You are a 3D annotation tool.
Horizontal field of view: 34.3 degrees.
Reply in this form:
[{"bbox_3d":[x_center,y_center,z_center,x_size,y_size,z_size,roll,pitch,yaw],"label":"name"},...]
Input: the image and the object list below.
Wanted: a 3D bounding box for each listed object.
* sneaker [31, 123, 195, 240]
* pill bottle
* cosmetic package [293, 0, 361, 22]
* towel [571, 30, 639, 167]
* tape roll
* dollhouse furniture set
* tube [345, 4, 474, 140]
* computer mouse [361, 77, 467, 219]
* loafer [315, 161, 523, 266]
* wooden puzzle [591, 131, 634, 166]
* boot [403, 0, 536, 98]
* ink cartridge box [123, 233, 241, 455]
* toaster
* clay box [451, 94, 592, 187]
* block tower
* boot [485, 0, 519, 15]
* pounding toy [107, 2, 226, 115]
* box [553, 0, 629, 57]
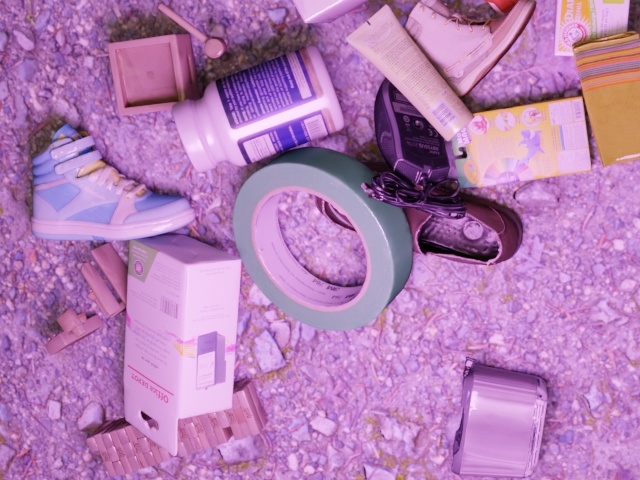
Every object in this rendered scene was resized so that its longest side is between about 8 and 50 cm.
[{"bbox_3d":[-0.388,-0.110,1.879,0.319,0.127,0.208,-2,103,12],"label":"sneaker"},{"bbox_3d":[-0.105,-0.216,1.753,0.265,0.153,0.153,-20,97,1],"label":"pill bottle"},{"bbox_3d":[0.114,-0.498,1.651,0.366,0.197,0.155,-28,95,18],"label":"cosmetic package"},{"bbox_3d":[0.475,-0.221,1.653,0.102,0.021,0.237,-9,127,22],"label":"towel"},{"bbox_3d":[0.000,0.000,1.775,0.321,0.077,0.321,18,127,27],"label":"tape roll"},{"bbox_3d":[-0.449,0.109,1.943,0.151,0.144,0.123,-34,88,31],"label":"dollhouse furniture set"},{"bbox_3d":[0.155,-0.273,1.711,0.240,0.070,0.062,48,130,-1],"label":"tube"},{"bbox_3d":[0.140,-0.156,1.725,0.189,0.272,0.072,12,149,-27],"label":"computer mouse"},{"bbox_3d":[0.164,-0.046,1.770,0.366,0.130,0.133,13,104,9],"label":"loafer"},{"bbox_3d":[0.505,-0.169,1.731,0.116,0.014,0.078,21,106,7],"label":"wooden puzzle"},{"bbox_3d":[0.235,-0.354,1.694,0.165,0.077,0.213,44,133,4],"label":"boot"},{"bbox_3d":[-0.254,0.183,1.869,0.207,0.119,0.353,21,110,48],"label":"ink cartridge box"},{"bbox_3d":[0.313,0.312,1.819,0.147,0.129,0.226,7,101,7],"label":"toaster"},{"bbox_3d":[0.336,-0.165,1.748,0.222,0.053,0.127,-7,100,15],"label":"clay box"},{"bbox_3d":[-0.268,0.356,1.970,0.336,0.091,0.097,-18,97,16],"label":"block tower"},{"bbox_3d":[0.282,-0.425,1.672,0.085,0.059,0.158,-29,133,26],"label":"boot"},{"bbox_3d":[-0.256,-0.324,1.820,0.206,0.094,0.181,-5,101,13],"label":"pounding toy"},{"bbox_3d":[0.433,-0.394,1.652,0.114,0.103,0.203,3,102,11],"label":"box"}]
